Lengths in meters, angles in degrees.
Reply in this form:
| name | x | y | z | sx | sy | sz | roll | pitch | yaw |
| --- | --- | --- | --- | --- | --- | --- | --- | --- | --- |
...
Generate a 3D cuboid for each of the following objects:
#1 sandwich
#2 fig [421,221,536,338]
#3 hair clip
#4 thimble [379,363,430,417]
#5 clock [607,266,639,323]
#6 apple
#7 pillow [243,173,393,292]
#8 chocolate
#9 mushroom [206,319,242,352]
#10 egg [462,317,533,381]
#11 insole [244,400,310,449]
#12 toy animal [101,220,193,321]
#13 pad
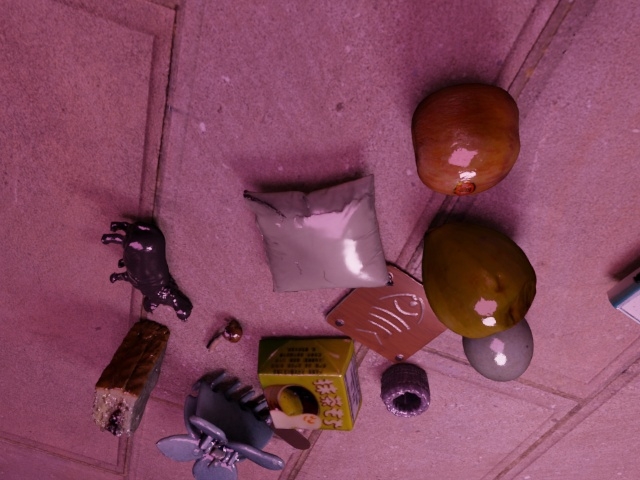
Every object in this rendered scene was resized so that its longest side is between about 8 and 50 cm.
| name | x | y | z | sx | sy | sz | roll | pitch | yaw |
| --- | --- | --- | --- | --- | --- | --- | --- | --- | --- |
| sandwich | -0.583 | 0.444 | 1.406 | 0.131 | 0.262 | 0.325 | 21 | 125 | -7 |
| fig | 0.332 | 0.076 | 1.015 | 0.271 | 0.239 | 0.239 | 47 | 122 | 4 |
| hair clip | -0.308 | 0.609 | 1.481 | 0.318 | 0.238 | 0.392 | 38 | 125 | -13 |
| thimble | 0.255 | 0.451 | 1.368 | 0.150 | 0.097 | 0.150 | 4 | 125 | 6 |
| clock | 0.830 | 0.097 | 1.021 | 0.231 | 0.116 | 0.262 | 31 | 123 | -6 |
| apple | 0.267 | -0.187 | 0.851 | 0.188 | 0.211 | 0.211 | -4 | 124 | 12 |
| pillow | 0.000 | 0.000 | 1.083 | 0.313 | 0.119 | 0.310 | -5 | 120 | 13 |
| chocolate | -0.032 | 0.442 | 1.386 | 0.289 | 0.137 | 0.300 | -3 | 124 | 12 |
| mushroom | -0.296 | 0.298 | 1.391 | 0.060 | 0.061 | 0.187 | 49 | 131 | -7 |
| egg | 0.446 | 0.256 | 1.154 | 0.169 | 0.169 | 0.236 | -7 | 121 | 15 |
| insole | -0.156 | 0.671 | 1.648 | 0.111 | 0.007 | 0.328 | -33 | 113 | 29 |
| toy animal | -0.468 | 0.090 | 1.240 | 0.168 | 0.106 | 0.343 | -5 | 130 | 5 |
| pad | 0.198 | 0.210 | 1.260 | 0.287 | 0.018 | 0.284 | 32 | 123 | -14 |
